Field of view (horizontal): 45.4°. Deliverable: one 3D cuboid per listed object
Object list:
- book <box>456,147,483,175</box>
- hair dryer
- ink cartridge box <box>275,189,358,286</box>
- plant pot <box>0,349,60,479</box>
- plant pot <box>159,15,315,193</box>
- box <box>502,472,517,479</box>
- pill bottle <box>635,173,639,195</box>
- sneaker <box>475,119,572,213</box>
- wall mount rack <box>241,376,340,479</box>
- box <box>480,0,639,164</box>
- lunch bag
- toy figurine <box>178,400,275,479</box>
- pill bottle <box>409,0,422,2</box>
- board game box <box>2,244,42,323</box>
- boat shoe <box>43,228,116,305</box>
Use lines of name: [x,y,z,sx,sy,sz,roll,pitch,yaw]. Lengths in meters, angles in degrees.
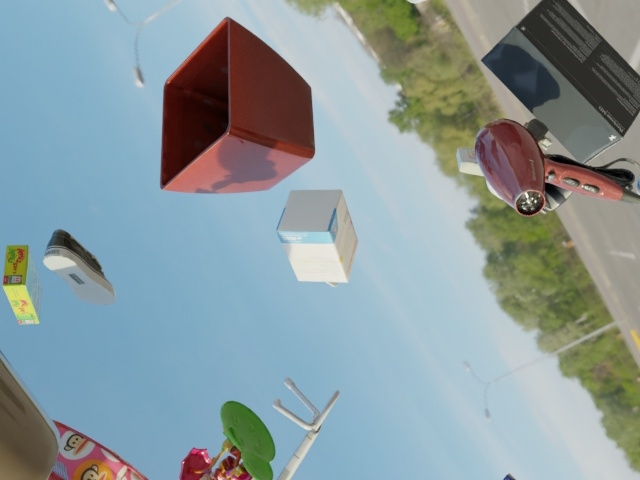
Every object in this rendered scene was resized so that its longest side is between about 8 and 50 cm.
book: [0.312,-0.147,1.470,0.144,0.096,0.035,-69,-10,-71]
hair dryer: [0.311,-0.099,0.996,0.223,0.080,0.293,28,-145,29]
ink cartridge box: [0.000,0.000,1.226,0.143,0.089,0.092,70,-151,-45]
plant pot: [-0.436,0.191,0.778,0.280,0.323,0.323,48,-162,-22]
plant pot: [-0.157,-0.240,1.561,0.235,0.267,0.268,16,-121,-35]
box: [0.399,0.565,1.426,0.225,0.136,0.036,39,-179,24]
pill bottle: [0.693,-0.142,1.497,0.169,0.094,0.094,89,160,-63]
sneaker: [0.355,-0.091,1.286,0.163,0.086,0.226,46,-176,36]
wall mount rack: [-0.096,0.432,1.629,0.130,0.350,0.304,33,179,6]
box: [0.437,-0.290,1.348,0.261,0.103,0.184,46,-130,0]
lunch bag: [-0.432,0.433,1.391,0.120,0.258,0.293,-55,-32,-28]
toy figurine: [-0.172,0.393,1.320,0.130,0.159,0.173,37,-164,-38]
pill bottle: [0.243,-0.453,1.111,0.162,0.278,0.162,158,90,-80]
board game box: [-0.610,0.093,1.571,0.181,0.043,0.092,107,158,-59]
boat shoe: [-0.453,0.055,1.475,0.219,0.077,0.070,69,-162,-56]
